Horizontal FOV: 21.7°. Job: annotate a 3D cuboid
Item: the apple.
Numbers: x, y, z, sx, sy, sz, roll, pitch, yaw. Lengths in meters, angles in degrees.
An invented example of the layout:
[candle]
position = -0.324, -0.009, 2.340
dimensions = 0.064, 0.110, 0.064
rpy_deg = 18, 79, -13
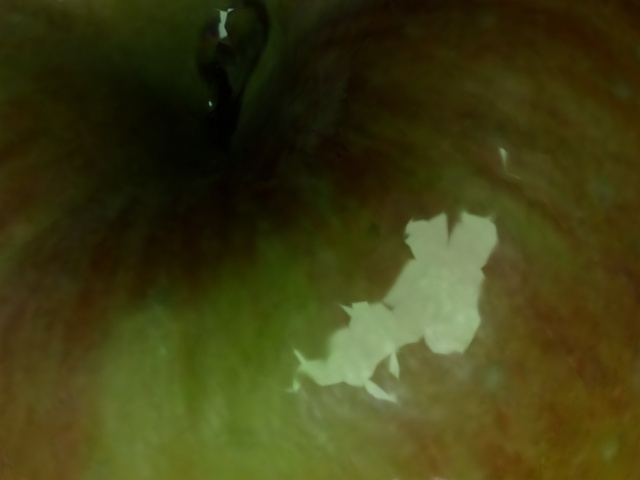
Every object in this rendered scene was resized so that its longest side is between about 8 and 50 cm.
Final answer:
[apple]
position = 0.000, 0.000, 0.660
dimensions = 0.400, 0.333, 0.400
rpy_deg = -6, 65, 13
